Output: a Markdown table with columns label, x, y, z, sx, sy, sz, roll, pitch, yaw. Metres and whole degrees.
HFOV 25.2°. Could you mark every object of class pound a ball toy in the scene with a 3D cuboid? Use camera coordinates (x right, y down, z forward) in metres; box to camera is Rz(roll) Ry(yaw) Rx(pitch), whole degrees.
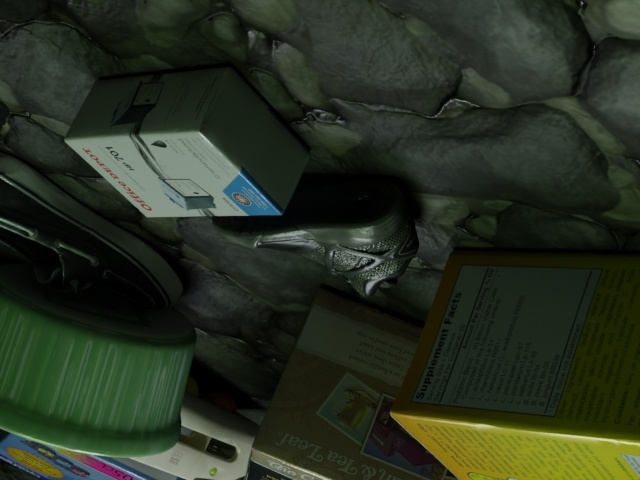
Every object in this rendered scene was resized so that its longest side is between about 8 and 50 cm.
| label | x | y | z | sx | sy | sz | roll | pitch | yaw |
| --- | --- | --- | --- | --- | --- | --- | --- | --- | --- |
| pound a ball toy | -0.180 | 0.272 | 2.046 | 0.319 | 0.135 | 0.208 | 29 | 174 | -40 |

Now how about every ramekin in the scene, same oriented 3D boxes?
| label | x | y | z | sx | sy | sz | roll | pitch | yaw |
| --- | --- | --- | --- | --- | --- | --- | --- | --- | --- |
| ramekin | -0.301 | 0.139 | 1.777 | 0.303 | 0.148 | 0.303 | 18 | -171 | -3 |

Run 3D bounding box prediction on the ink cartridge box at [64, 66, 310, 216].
| label | x | y | z | sx | sy | sz | roll | pitch | yaw |
| --- | --- | --- | --- | --- | --- | --- | --- | --- | --- |
| ink cartridge box | -0.129 | -0.091 | 1.385 | 0.191 | 0.082 | 0.139 | -2 | 146 | 40 |

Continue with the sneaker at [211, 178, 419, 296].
| label | x | y | z | sx | sy | sz | roll | pitch | yaw |
| --- | --- | --- | --- | --- | --- | --- | --- | --- | --- |
| sneaker | 0.000 | 0.000 | 1.448 | 0.228 | 0.087 | 0.130 | 0 | 141 | 31 |

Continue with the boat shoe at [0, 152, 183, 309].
| label | x | y | z | sx | sy | sz | roll | pitch | yaw |
| --- | --- | --- | --- | --- | --- | --- | --- | --- | --- |
| boat shoe | -0.301 | 0.016 | 1.719 | 0.301 | 0.102 | 0.108 | 38 | 151 | -29 |

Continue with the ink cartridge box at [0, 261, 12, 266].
| label | x | y | z | sx | sy | sz | roll | pitch | yaw |
| --- | --- | --- | --- | --- | --- | --- | --- | --- | --- |
| ink cartridge box | -0.442 | 0.155 | 2.031 | 0.189 | 0.097 | 0.255 | 12 | 131 | 24 |

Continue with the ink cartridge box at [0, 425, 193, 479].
| label | x | y | z | sx | sy | sz | roll | pitch | yaw |
| --- | --- | --- | --- | --- | --- | --- | --- | --- | --- |
| ink cartridge box | -0.379 | 0.325 | 2.356 | 0.270 | 0.151 | 0.395 | 29 | 156 | -11 |

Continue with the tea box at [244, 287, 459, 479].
| label | x | y | z | sx | sy | sz | roll | pitch | yaw |
| --- | --- | --- | --- | --- | --- | --- | --- | --- | --- |
| tea box | 0.095 | 0.262 | 1.733 | 0.329 | 0.220 | 0.323 | 22 | 156 | 3 |

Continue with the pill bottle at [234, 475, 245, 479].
| label | x | y | z | sx | sy | sz | roll | pitch | yaw |
| --- | --- | --- | --- | --- | --- | --- | --- | --- | --- |
| pill bottle | -0.030 | 0.466 | 1.886 | 0.323 | 0.181 | 0.181 | 47 | 167 | 28 |

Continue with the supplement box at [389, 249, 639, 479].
| label | x | y | z | sx | sy | sz | roll | pitch | yaw |
| --- | --- | --- | --- | --- | --- | --- | --- | --- | --- |
| supplement box | 0.282 | 0.141 | 1.362 | 0.357 | 0.194 | 0.195 | 2 | 148 | 39 |
